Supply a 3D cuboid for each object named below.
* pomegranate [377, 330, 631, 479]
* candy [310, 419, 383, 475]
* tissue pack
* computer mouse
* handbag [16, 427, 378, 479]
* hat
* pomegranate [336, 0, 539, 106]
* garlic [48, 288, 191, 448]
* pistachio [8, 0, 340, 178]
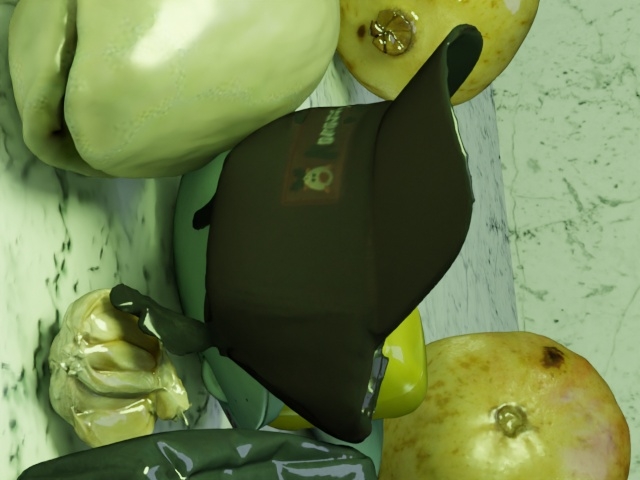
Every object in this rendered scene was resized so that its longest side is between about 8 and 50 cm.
[{"bbox_3d":[0.214,0.270,1.801,0.342,0.342,0.342,-8,90,-75],"label":"pomegranate"},{"bbox_3d":[0.023,0.182,1.554,0.174,0.071,0.138,68,20,-45],"label":"candy"},{"bbox_3d":[0.008,0.104,1.335,0.127,0.178,0.123,65,20,-55],"label":"tissue pack"},{"bbox_3d":[-0.078,0.018,1.212,0.159,0.097,0.288,152,-57,-71],"label":"computer mouse"},{"bbox_3d":[-0.074,0.281,0.960,0.275,0.178,0.302,8,72,-58],"label":"handbag"},{"bbox_3d":[-0.018,-0.021,0.994,0.336,0.209,0.238,108,-4,-45],"label":"hat"},{"bbox_3d":[0.143,-0.319,1.873,0.307,0.307,0.307,-8,90,-75],"label":"pomegranate"},{"bbox_3d":[-0.149,0.090,0.976,0.094,0.074,0.113,3,76,-43],"label":"garlic"},{"bbox_3d":[-0.108,-0.150,1.038,0.332,0.207,0.226,-42,144,-61],"label":"pistachio"}]
